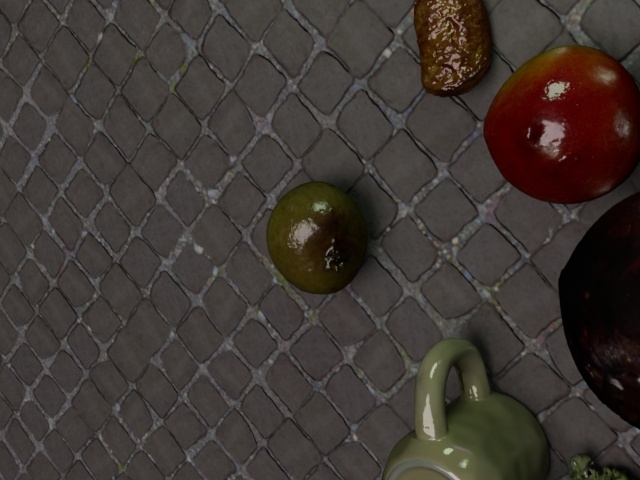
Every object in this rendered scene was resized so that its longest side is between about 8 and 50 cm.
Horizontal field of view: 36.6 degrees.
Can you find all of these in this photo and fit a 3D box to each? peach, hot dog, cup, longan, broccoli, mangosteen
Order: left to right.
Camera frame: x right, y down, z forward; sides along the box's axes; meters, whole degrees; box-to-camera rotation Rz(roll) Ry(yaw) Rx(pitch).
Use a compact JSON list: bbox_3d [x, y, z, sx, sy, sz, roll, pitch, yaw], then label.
[{"bbox_3d":[0.000,0.000,1.345,0.145,0.176,0.154,-42,118,-1],"label":"longan"},{"bbox_3d":[0.162,-0.253,1.220,0.099,0.065,0.147,-10,86,37],"label":"hot dog"},{"bbox_3d":[0.197,0.270,1.260,0.173,0.202,0.255,22,114,29],"label":"cup"},{"bbox_3d":[0.276,-0.127,1.096,0.197,0.197,0.197,10,109,32],"label":"peach"},{"bbox_3d":[0.315,0.350,1.210,0.118,0.204,0.122,-147,54,-60],"label":"broccoli"},{"bbox_3d":[0.401,0.066,1.027,0.297,0.297,0.293,5,64,34],"label":"mangosteen"}]
